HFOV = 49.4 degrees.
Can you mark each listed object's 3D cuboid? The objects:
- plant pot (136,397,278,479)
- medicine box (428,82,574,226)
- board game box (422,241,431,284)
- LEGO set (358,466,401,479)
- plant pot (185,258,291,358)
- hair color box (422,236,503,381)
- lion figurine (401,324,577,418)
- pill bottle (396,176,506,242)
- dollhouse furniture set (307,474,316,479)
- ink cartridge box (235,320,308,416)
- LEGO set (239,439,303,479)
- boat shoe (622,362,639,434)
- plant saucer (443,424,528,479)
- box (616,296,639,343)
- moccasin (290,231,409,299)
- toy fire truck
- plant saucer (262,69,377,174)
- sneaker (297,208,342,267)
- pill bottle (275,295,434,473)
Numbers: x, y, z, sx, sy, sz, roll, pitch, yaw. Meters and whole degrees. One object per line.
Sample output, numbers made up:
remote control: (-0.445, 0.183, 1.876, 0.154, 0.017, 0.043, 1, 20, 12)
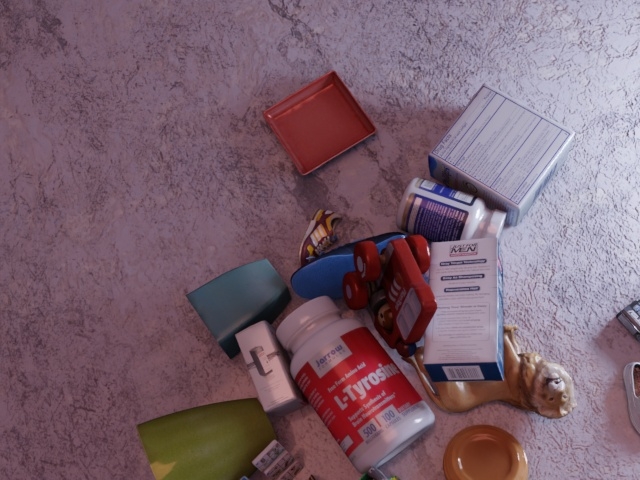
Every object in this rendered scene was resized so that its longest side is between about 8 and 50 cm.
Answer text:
plant pot: (-0.263, 0.516, 1.728, 0.294, 0.274, 0.274, -24, 67, -16)
medicine box: (0.484, -0.232, 1.891, 0.289, 0.149, 0.263, 35, 80, 20)
board game box: (0.319, 0.111, 1.858, 0.212, 0.039, 0.160, 29, 79, 18)
LEGO set: (0.124, 0.688, 1.576, 0.331, 0.255, 0.192, -40, 53, -14)
plant pot: (-0.205, 0.170, 1.877, 0.234, 0.165, 0.165, -34, 68, -11)
hair color box: (0.352, 0.165, 1.690, 0.174, 0.105, 0.347, -5, 53, 21)
lion figurine: (0.410, 0.348, 1.723, 0.392, 0.142, 0.240, -18, 76, 19)
pill bottle: (0.348, -0.059, 1.853, 0.265, 0.153, 0.153, 21, 76, 17)
dollhouse furniture set: (-0.116, 0.655, 1.629, 0.262, 0.259, 0.135, -36, 78, -5)
ink cartridge box: (-0.124, 0.332, 1.798, 0.092, 0.158, 0.217, -24, 68, 3)
LEGO set: (-0.170, 0.600, 1.701, 0.244, 0.182, 0.060, -44, 49, -12)
boat shoe: (0.773, 0.381, 1.663, 0.066, 0.063, 0.184, -4, 70, 9)
plant saucer: (0.392, 0.530, 1.662, 0.200, 0.037, 0.200, -8, 49, 9)
box: (0.904, 0.220, 1.699, 0.216, 0.060, 0.270, -36, 69, -4)
moccasin: (0.083, 0.072, 1.877, 0.342, 0.117, 0.137, -16, 104, -8)
toy fire truck: (0.182, 0.144, 1.699, 0.169, 0.302, 0.253, -7, 54, -18)
plant saucer: (-0.002, -0.345, 2.077, 0.259, 0.047, 0.258, -32, 68, -1)
sneaker: (0.000, 0.000, 1.942, 0.084, 0.069, 0.185, 13, 75, 20)
pill bottle: (0.072, 0.344, 1.720, 0.229, 0.229, 0.407, -37, 68, -4)
